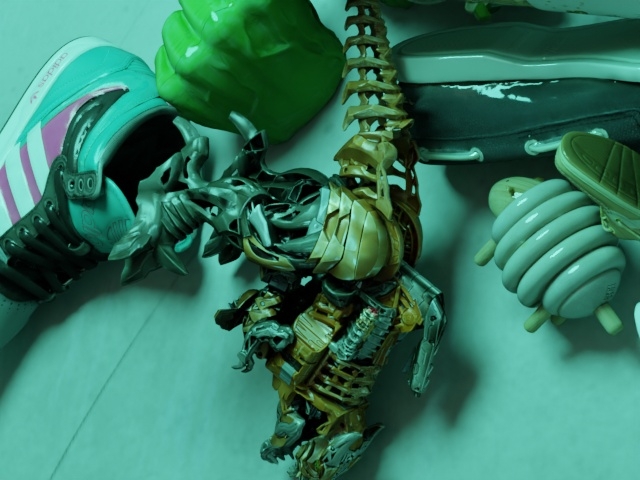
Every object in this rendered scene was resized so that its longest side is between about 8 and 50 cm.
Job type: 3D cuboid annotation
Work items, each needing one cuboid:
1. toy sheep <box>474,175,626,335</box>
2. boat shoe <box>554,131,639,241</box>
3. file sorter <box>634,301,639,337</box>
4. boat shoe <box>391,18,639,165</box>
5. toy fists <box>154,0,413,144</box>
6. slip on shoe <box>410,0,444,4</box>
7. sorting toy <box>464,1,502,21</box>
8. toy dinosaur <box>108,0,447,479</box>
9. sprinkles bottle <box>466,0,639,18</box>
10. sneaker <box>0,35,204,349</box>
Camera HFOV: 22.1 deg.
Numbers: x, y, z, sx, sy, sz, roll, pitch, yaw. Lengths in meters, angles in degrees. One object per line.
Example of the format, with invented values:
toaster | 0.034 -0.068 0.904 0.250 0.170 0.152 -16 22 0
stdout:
toy sheep | 0.156 0.011 1.081 0.091 0.091 0.132 -42 71 13
boat shoe | 0.202 -0.020 1.043 0.045 0.135 0.050 -50 13 45
file sorter | 0.333 0.062 0.872 0.277 0.193 0.173 -27 72 22
boat shoe | 0.189 -0.095 1.090 0.302 0.114 0.091 5 117 36
toy fists | -0.012 -0.198 1.214 0.279 0.142 0.096 -45 57 10
slip on shoe | 0.113 -0.219 1.192 0.135 0.041 0.051 -41 90 3
sorting toy | 0.132 -0.183 1.172 0.062 0.012 0.083 -20 27 22
toy dinosaur | 0.000 0.000 1.144 0.218 0.164 0.322 17 81 27
sprinkles bottle | 0.133 -0.204 1.031 0.355 0.121 0.121 7 78 16
sneaker | -0.189 -0.007 1.278 0.178 0.124 0.295 26 87 44
